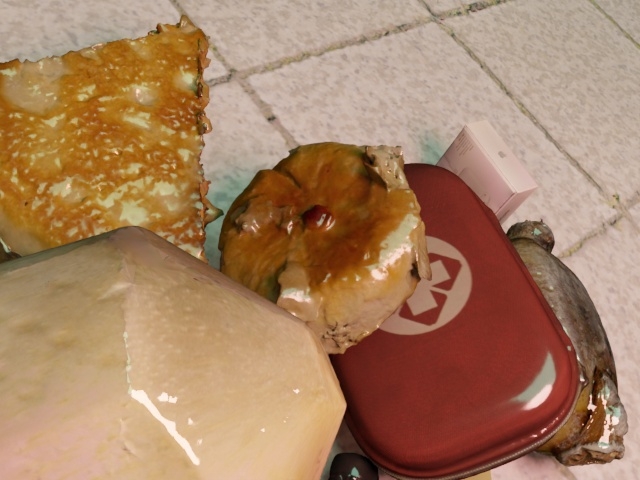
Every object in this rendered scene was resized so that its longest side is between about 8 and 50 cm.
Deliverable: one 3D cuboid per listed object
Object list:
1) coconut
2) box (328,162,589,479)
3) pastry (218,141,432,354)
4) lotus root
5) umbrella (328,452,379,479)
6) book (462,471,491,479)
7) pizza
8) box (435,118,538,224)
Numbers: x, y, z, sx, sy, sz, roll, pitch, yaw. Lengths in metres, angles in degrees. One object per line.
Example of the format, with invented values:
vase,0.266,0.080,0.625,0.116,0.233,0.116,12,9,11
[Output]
coconut,-0.150,0.151,0.654,0.353,0.352,0.352,14,51,-17
box,0.116,0.078,0.913,0.263,0.108,0.403,-23,53,-1
pastry,-0.004,-0.003,0.864,0.236,0.120,0.257,-18,54,9
lotus root,0.274,0.122,1.007,0.175,0.175,0.349,10,49,-20
umbrella,-0.001,0.352,0.727,0.113,0.106,0.357,43,42,-19
book,0.152,0.271,0.929,0.111,0.014,0.077,16,48,-16
pizza,-0.239,-0.105,0.927,0.440,0.130,0.406,33,58,4
box,0.233,-0.086,1.161,0.051,0.130,0.129,-18,66,-34
